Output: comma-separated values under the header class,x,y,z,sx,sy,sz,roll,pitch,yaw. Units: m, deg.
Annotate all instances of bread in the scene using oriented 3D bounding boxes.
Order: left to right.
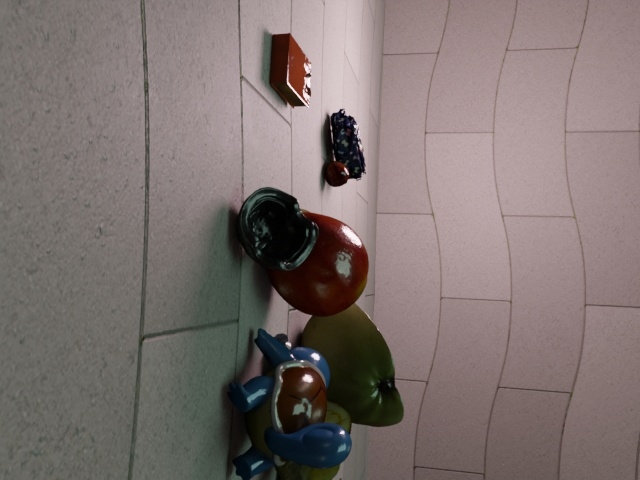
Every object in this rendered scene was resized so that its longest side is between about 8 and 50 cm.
class,x,y,z,sx,sy,sz,roll,pitch,yaw
bread,-0.031,0.529,1.504,0.257,0.186,0.124,-47,149,-57

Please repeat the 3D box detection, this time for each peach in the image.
class,x,y,z,sx,sy,sz,roll,pitch,yaw
peach,-0.012,0.049,1.386,0.281,0.238,0.281,58,9,-14

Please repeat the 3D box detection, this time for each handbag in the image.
class,x,y,z,sx,sy,sz,roll,pitch,yaw
handbag,-0.071,-0.419,1.462,0.190,0.063,0.127,25,67,-74
handbag,0.097,-0.338,2.090,0.162,0.113,0.260,-104,179,-51

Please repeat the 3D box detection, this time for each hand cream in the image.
class,x,y,z,sx,sy,sz,roll,pitch,yaw
hand cream,-0.099,0.339,1.487,0.080,0.050,0.234,-77,170,-58

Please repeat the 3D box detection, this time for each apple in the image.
class,x,y,z,sx,sy,sz,roll,pitch,yaw
apple,0.098,0.360,1.693,0.311,0.320,0.360,-60,-154,-3

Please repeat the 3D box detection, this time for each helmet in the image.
class,x,y,z,sx,sy,sz,roll,pitch,yaw
helmet,-0.105,-0.017,1.214,0.177,0.107,0.153,50,59,-11

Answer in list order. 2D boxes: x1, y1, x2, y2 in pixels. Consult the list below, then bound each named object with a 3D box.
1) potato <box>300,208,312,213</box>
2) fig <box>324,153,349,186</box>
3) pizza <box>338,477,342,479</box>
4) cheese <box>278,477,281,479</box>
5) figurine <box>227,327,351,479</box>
class,x,y,z,sx,sy,sz,roll,pitch,yaw
potato,-0.035,-0.046,1.608,0.172,0.089,0.100,-59,146,-63
fig,0.050,-0.248,2.027,0.089,0.089,0.125,77,0,-50
pizza,-0.082,0.783,1.359,0.392,0.080,0.435,-56,164,-41
cheese,-0.089,0.688,1.553,0.244,0.052,0.135,-68,154,-55
figurine,-0.082,0.350,1.244,0.416,0.243,0.298,-120,-161,-77
